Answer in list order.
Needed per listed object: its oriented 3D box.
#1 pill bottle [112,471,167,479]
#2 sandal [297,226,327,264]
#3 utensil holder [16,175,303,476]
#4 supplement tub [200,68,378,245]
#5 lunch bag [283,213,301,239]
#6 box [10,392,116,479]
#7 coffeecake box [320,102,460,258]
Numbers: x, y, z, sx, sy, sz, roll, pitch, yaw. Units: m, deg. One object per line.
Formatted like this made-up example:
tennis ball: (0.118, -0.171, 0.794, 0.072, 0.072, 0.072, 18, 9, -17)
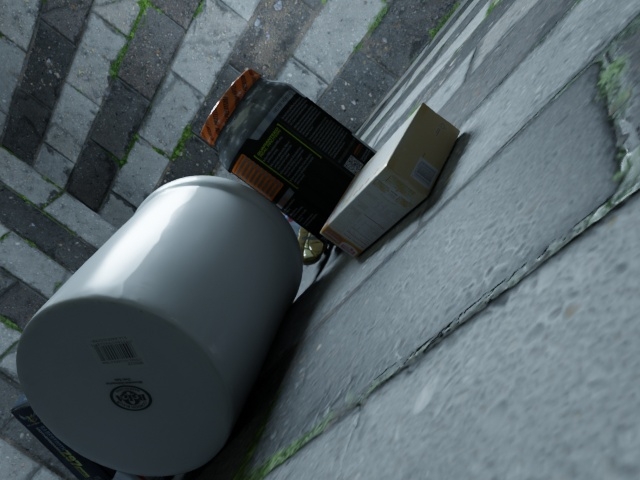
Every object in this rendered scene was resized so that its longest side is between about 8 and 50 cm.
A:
pill bottle: (-0.299, 0.349, 1.088, 0.124, 0.124, 0.221, -47, 8, 42)
sandal: (-0.011, 0.009, 1.176, 0.180, 0.072, 0.048, -65, -25, -60)
utensil holder: (-0.224, 0.118, 0.951, 0.327, 0.328, 0.385, -50, 10, 28)
supplement tub: (-0.043, -0.150, 1.085, 0.193, 0.316, 0.193, -52, 7, 8)
lunch bag: (-0.012, -0.120, 1.651, 0.303, 0.115, 0.243, -54, 4, 2)
box: (-0.371, 0.248, 0.989, 0.059, 0.183, 0.232, -23, 25, 18)
coffeecake box: (0.092, -0.078, 0.835, 0.185, 0.068, 0.142, -45, 11, 53)
